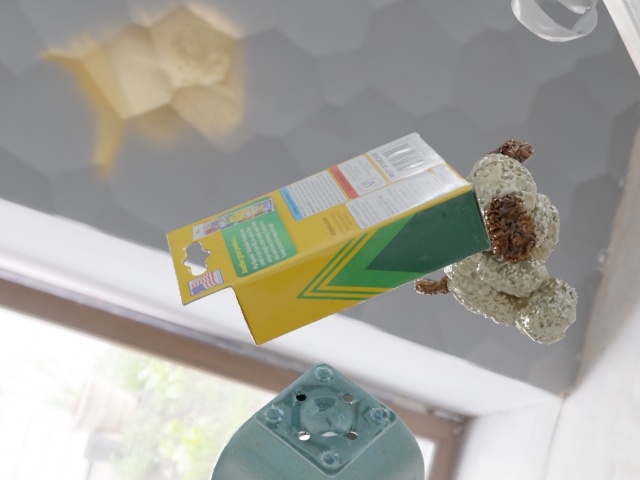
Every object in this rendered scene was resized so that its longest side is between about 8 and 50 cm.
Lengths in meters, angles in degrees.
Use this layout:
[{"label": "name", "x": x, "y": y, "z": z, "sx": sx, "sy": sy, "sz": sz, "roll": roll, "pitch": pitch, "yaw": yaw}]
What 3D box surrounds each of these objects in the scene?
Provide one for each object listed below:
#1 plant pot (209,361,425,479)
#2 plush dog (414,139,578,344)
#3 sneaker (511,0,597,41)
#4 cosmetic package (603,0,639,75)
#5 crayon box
[{"label": "plant pot", "x": -0.002, "y": 0.323, "z": 1.483, "sx": 0.248, "sy": 0.247, "sz": 0.252, "roll": -35, "pitch": -35, "yaw": -36}, {"label": "plush dog", "x": 0.235, "y": -0.014, "z": 1.407, "sx": 0.262, "sy": 0.211, "sz": 0.225, "roll": -86, "pitch": -4, "yaw": -51}, {"label": "sneaker", "x": 0.175, "y": -0.278, "z": 0.598, "sx": 0.366, "sy": 0.210, "sz": 0.137, "roll": -45, "pitch": -10, "yaw": -11}, {"label": "cosmetic package", "x": 0.302, "y": -0.184, "z": 0.446, "sx": 0.365, "sy": 0.197, "sz": 0.155, "roll": -42, "pitch": 32, "yaw": -9}, {"label": "crayon box", "x": 0.000, "y": 0.000, "z": 1.167, "sx": 0.203, "sy": 0.323, "sz": 0.083, "roll": -119, "pitch": 9, "yaw": -64}]
